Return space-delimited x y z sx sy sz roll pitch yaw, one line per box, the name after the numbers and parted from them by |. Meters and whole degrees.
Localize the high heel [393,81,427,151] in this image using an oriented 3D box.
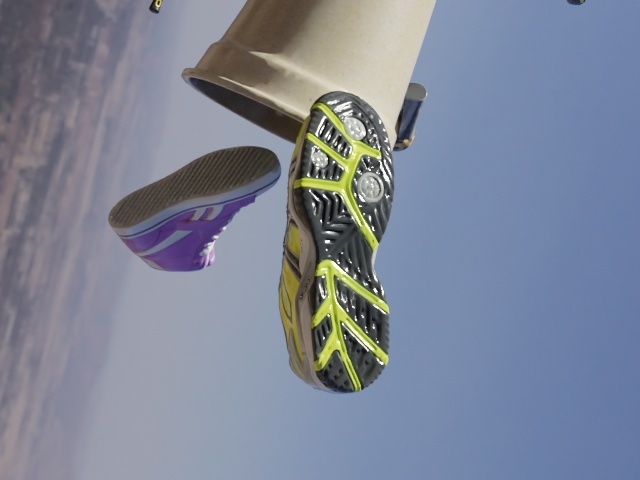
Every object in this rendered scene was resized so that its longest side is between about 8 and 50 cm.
0.040 -0.219 2.156 0.186 0.261 0.093 104 -2 -61 | high heel

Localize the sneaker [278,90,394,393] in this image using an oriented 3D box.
0.000 0.000 1.606 0.147 0.145 0.385 -16 -113 60 | sneaker

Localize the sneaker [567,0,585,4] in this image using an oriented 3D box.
0.306 -0.472 1.860 0.121 0.300 0.111 -21 -158 31 | sneaker

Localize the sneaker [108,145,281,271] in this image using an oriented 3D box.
-0.168 -0.041 1.976 0.102 0.282 0.161 -94 158 -45 | sneaker

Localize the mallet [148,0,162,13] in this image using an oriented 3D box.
-0.231 -0.452 2.067 0.039 0.062 0.190 1 -104 53 | mallet

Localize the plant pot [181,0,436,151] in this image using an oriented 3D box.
0.015 -0.296 1.821 0.306 0.333 0.334 -65 -173 -2 | plant pot
